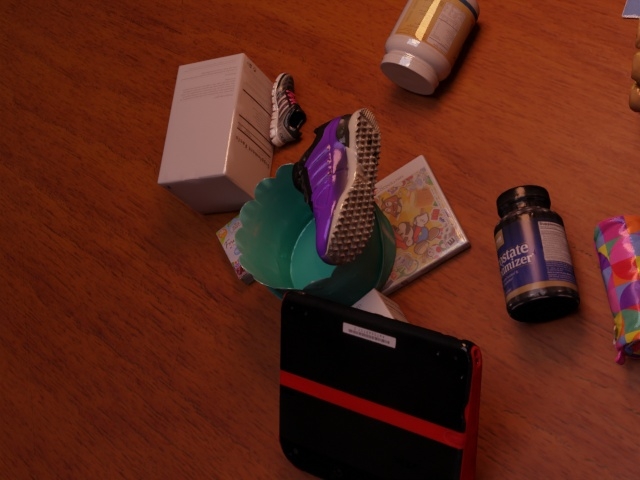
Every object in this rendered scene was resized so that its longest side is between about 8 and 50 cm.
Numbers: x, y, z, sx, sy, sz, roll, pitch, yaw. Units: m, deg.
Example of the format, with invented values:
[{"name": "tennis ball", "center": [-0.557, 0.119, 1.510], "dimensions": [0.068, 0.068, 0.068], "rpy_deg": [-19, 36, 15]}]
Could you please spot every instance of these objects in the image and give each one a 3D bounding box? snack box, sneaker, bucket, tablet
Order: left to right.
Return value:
[{"name": "snack box", "center": [-0.152, 0.010, 1.927], "dimensions": [0.100, 0.037, 0.141], "rpy_deg": [-37, 54, 9]}, {"name": "sneaker", "center": [-0.065, -0.291, 2.001], "dimensions": [0.074, 0.063, 0.170], "rpy_deg": [-6, 71, 29]}, {"name": "bucket", "center": [0.000, 0.000, 1.722], "dimensions": [0.281, 0.183, 0.281], "rpy_deg": [-13, 62, 26]}, {"name": "sneaker", "center": [0.014, -0.086, 1.587], "dimensions": [0.146, 0.102, 0.293], "rpy_deg": [-5, 60, 32]}, {"name": "tablet", "center": [0.613, -0.439, 1.707], "dimensions": [0.083, 0.006, 0.054], "rpy_deg": [13, 76, 35]}]

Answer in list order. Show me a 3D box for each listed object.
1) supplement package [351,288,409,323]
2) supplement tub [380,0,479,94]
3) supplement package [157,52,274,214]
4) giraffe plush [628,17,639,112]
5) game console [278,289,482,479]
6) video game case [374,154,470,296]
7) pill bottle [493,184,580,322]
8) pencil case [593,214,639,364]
[{"name": "supplement package", "center": [0.121, 0.196, 1.640], "dimensions": [0.105, 0.105, 0.179], "rpy_deg": [-40, 54, 11]}, {"name": "supplement tub", "center": [0.219, -0.411, 1.839], "dimensions": [0.144, 0.144, 0.200], "rpy_deg": [22, 81, 36]}, {"name": "supplement package", "center": [-0.215, -0.227, 1.988], "dimensions": [0.177, 0.175, 0.293], "rpy_deg": [-4, 66, 27]}, {"name": "giraffe plush", "center": [0.635, -0.313, 1.564], "dimensions": [0.170, 0.181, 0.210], "rpy_deg": [9, 38, 23]}, {"name": "game console", "center": [0.089, 0.282, 1.542], "dimensions": [0.386, 0.060, 0.342], "rpy_deg": [13, 109, 34]}, {"name": "video game case", "center": [0.157, -0.029, 1.772], "dimensions": [0.206, 0.026, 0.227], "rpy_deg": [-32, 56, 14]}, {"name": "pill bottle", "center": [0.366, 0.021, 1.568], "dimensions": [0.122, 0.123, 0.219], "rpy_deg": [-17, 60, 23]}, {"name": "pencil case", "center": [0.507, 0.077, 1.477], "dimensions": [0.104, 0.104, 0.236], "rpy_deg": [-15, 60, 24]}]
